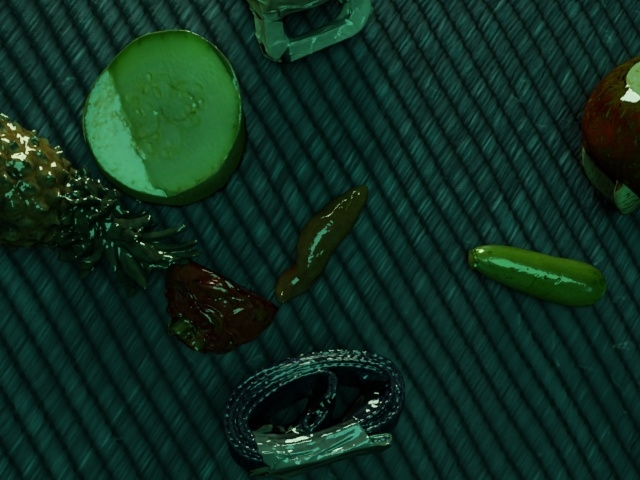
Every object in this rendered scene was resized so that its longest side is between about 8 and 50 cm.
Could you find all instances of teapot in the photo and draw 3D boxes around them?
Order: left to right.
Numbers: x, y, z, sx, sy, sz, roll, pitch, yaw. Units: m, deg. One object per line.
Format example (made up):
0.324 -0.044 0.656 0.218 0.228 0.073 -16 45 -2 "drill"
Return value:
-0.013 -0.363 1.055 0.178 0.163 0.221 -14 87 -17 "teapot"

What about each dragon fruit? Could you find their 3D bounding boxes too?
-0.142 0.094 1.039 0.162 0.083 0.106 30 84 -7 "dragon fruit"

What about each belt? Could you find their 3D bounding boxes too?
-0.007 0.225 1.026 0.230 0.126 0.139 -14 64 -9 "belt"

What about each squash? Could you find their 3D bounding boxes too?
-0.202 -0.150 1.030 0.220 0.133 0.220 0 89 -4 "squash"
0.300 0.046 1.113 0.201 0.066 0.066 14 83 -7 "squash"

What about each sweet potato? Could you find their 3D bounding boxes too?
0.000 0.000 1.078 0.058 0.055 0.202 37 80 -5 "sweet potato"

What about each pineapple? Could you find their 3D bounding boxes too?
-0.314 -0.038 0.996 0.340 0.169 0.169 22 82 -14 "pineapple"

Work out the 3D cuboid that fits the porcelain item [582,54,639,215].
0.489 -0.133 1.106 0.253 0.253 0.253 1 85 -8 "porcelain item"
